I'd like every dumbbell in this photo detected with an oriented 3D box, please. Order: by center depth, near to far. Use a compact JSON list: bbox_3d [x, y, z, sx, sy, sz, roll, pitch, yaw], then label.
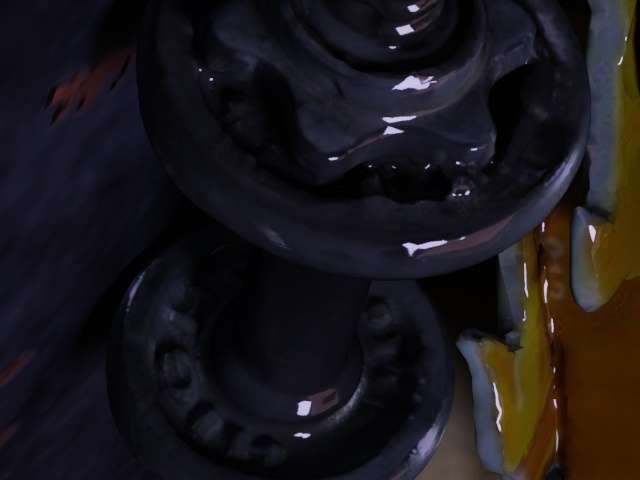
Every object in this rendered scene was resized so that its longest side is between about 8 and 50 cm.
[{"bbox_3d":[0.000,0.000,0.376,0.081,0.081,0.254,-46,165,-29],"label":"dumbbell"}]

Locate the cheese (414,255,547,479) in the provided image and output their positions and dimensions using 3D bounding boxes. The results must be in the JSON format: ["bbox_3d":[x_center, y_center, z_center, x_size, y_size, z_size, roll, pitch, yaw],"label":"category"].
[{"bbox_3d":[0.022,0.105,0.667,0.226,0.117,0.214,-30,148,-50],"label":"cheese"}]

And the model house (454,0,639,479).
[{"bbox_3d":[0.197,-0.048,0.542,0.358,0.242,0.313,-64,146,-24],"label":"model house"}]
